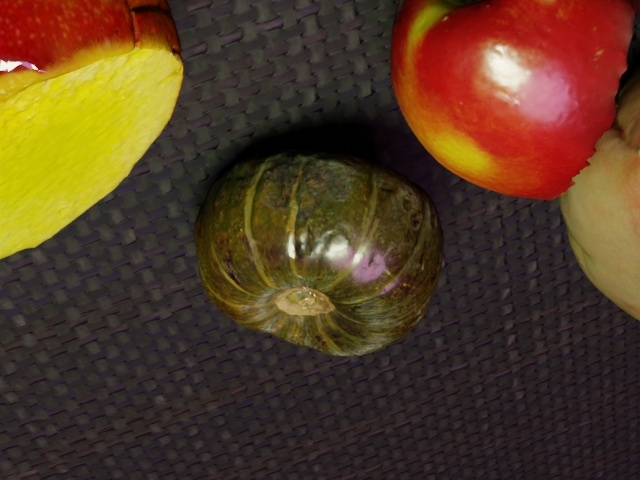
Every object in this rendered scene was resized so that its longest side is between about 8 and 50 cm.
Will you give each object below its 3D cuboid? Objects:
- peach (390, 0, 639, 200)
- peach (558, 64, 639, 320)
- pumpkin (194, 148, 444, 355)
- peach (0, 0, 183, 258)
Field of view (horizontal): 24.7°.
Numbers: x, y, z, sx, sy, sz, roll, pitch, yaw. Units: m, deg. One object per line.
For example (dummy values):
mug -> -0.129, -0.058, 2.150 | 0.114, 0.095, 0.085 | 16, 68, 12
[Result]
peach -> 0.160, -0.128, 1.124 | 0.196, 0.190, 0.226 | -36, 135, 5
peach -> 0.345, -0.049, 1.260 | 0.292, 0.247, 0.292 | -26, 165, -7
pumpkin -> 0.000, 0.000, 1.239 | 0.219, 0.162, 0.219 | 8, 153, 4
peach -> -0.222, -0.110, 0.908 | 0.245, 0.248, 0.275 | 27, 175, 0
